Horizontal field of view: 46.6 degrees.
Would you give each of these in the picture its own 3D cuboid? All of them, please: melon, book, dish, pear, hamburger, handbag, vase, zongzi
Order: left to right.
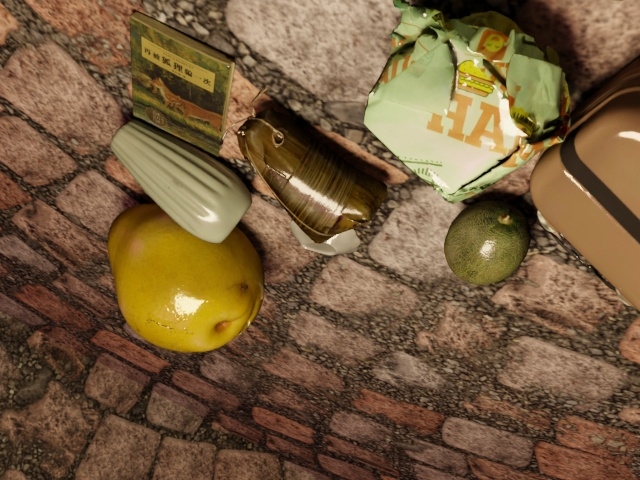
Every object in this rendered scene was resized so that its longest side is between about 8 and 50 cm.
[{"bbox_3d":[-0.238,-0.106,1.247,0.248,0.128,0.128,38,149,-8],"label":"vase"},{"bbox_3d":[-0.212,-0.228,1.120,0.160,0.024,0.228,27,151,1],"label":"book"},{"bbox_3d":[-0.259,0.051,1.398,0.336,0.285,0.285,58,154,15],"label":"pear"},{"bbox_3d":[-0.051,-0.087,1.153,0.248,0.111,0.241,37,154,-11],"label":"zongzi"},{"bbox_3d":[0.000,0.000,1.317,0.137,0.039,0.091,7,147,26],"label":"dish"},{"bbox_3d":[0.156,-0.172,0.834,0.235,0.125,0.214,53,139,5],"label":"hamburger"},{"bbox_3d":[0.241,0.003,1.070,0.114,0.114,0.167,24,151,1],"label":"melon"},{"bbox_3d":[0.375,-0.031,0.839,0.302,0.149,0.283,42,151,-8],"label":"handbag"}]
